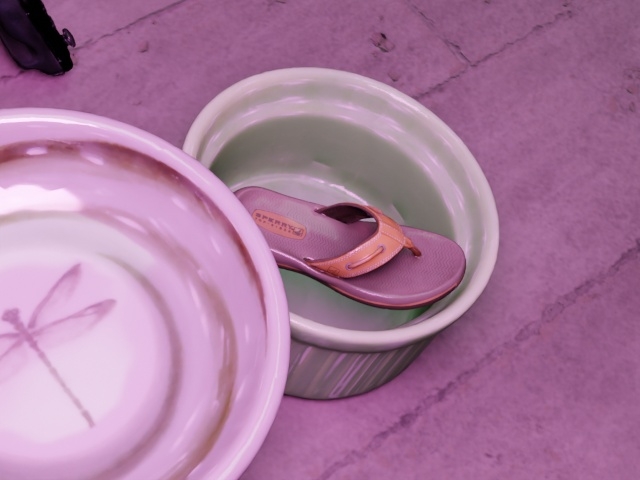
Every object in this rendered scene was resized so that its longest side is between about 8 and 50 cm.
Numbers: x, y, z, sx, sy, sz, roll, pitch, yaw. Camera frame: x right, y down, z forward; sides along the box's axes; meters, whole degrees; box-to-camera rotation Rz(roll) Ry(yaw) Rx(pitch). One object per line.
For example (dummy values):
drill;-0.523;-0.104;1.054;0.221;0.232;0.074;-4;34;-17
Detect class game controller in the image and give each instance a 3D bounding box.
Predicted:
game controller;-0.334;-0.309;1.610;0.067;0.166;0.319;-27;68;-11

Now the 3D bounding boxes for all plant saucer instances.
plant saucer;-0.227;0.083;1.316;0.400;0.100;0.400;5;60;-8

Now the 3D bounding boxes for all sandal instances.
sandal;0.023;-0.004;1.401;0.219;0.060;0.090;20;52;-6

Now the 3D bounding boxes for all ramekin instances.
ramekin;0.000;0.000;1.524;0.303;0.148;0.303;10;53;-14
